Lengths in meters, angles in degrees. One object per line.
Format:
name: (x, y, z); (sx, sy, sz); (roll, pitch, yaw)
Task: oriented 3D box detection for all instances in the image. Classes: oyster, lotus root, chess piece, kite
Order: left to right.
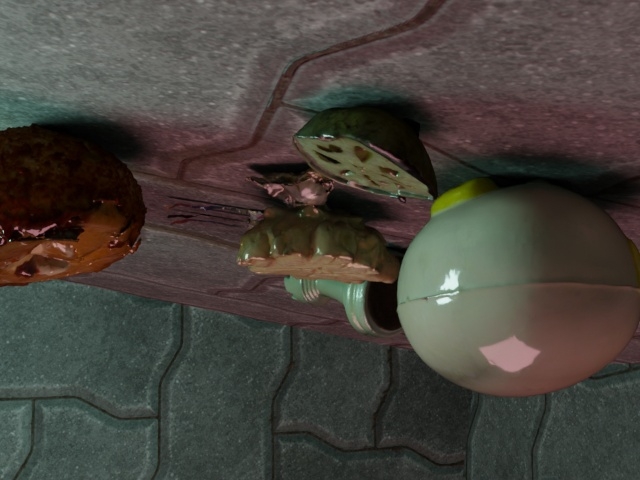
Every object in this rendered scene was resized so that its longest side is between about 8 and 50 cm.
kite: (-0.130, -0.039, 1.699); (0.360, 0.022, 0.204); (6, 169, -4)
oyster: (-0.037, -0.083, 1.341); (0.165, 0.053, 0.108); (8, 152, 40)
chess piece: (0.055, 0.100, 1.867); (0.194, 0.195, 0.299); (20, 173, -42)
lotus root: (0.064, -0.118, 1.052); (0.183, 0.078, 0.203); (17, 168, 25)

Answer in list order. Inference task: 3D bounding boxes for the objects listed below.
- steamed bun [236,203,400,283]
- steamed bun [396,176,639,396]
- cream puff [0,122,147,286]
steamed bun: (0.000, 0.000, 1.519); (0.295, 0.137, 0.292); (4, 168, -4)
steamed bun: (0.280, 0.073, 1.220); (0.333, 0.334, 0.374); (12, 167, -15)
cream puff: (-0.447, -0.058, 1.321); (0.350, 0.229, 0.350); (-15, 165, -4)
